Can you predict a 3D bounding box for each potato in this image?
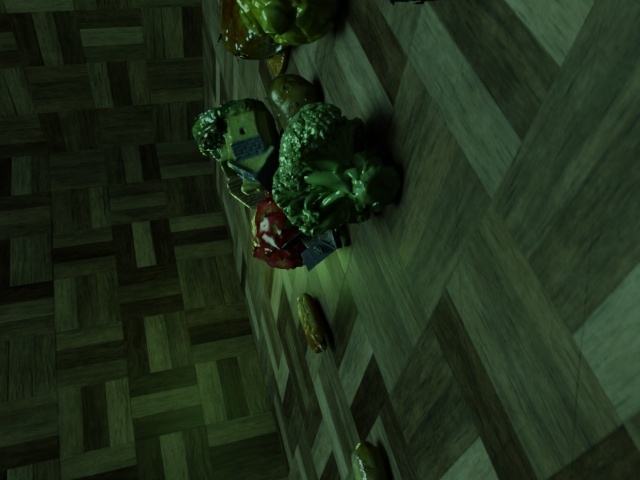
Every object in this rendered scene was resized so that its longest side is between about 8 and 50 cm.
[{"bbox_3d":[0.122,0.570,1.465,0.107,0.079,0.171,102,159,-69],"label":"potato"},{"bbox_3d":[-0.061,-0.345,1.565,0.176,0.137,0.137,65,171,-23],"label":"potato"}]

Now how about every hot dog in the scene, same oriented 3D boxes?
[{"bbox_3d":[-0.021,0.251,1.837,0.236,0.062,0.092,-113,21,-49],"label":"hot dog"}]

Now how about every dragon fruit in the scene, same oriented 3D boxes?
[{"bbox_3d":[-0.094,-0.051,1.684,0.205,0.210,0.268,-12,79,50],"label":"dragon fruit"}]

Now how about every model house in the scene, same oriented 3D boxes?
[{"bbox_3d":[-0.238,-0.245,1.888,0.321,0.261,0.267,55,-162,-76],"label":"model house"},{"bbox_3d":[0.000,0.000,1.510,0.088,0.167,0.117,52,-171,6],"label":"model house"}]

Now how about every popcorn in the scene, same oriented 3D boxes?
[{"bbox_3d":[-0.080,-0.538,1.332,0.235,0.241,0.250,-30,73,32],"label":"popcorn"}]

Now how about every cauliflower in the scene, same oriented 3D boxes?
[{"bbox_3d":[0.039,-0.124,1.198,0.250,0.275,0.273,23,107,34],"label":"cauliflower"}]

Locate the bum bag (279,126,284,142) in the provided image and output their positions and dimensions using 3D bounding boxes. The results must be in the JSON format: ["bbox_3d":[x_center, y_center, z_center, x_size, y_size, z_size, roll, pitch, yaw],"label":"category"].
[{"bbox_3d":[-0.097,-0.356,1.809,0.087,0.049,0.198,-125,31,-49],"label":"bum bag"}]

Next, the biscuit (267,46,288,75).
[{"bbox_3d":[-0.142,-0.629,1.849,0.254,0.035,0.254,171,90,-74],"label":"biscuit"}]

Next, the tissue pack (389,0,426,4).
[{"bbox_3d":[0.130,-0.474,0.791,0.192,0.133,0.271,114,144,-61],"label":"tissue pack"}]

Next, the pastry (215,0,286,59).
[{"bbox_3d":[-0.181,-0.659,1.696,0.329,0.136,0.330,9,101,57],"label":"pastry"}]
